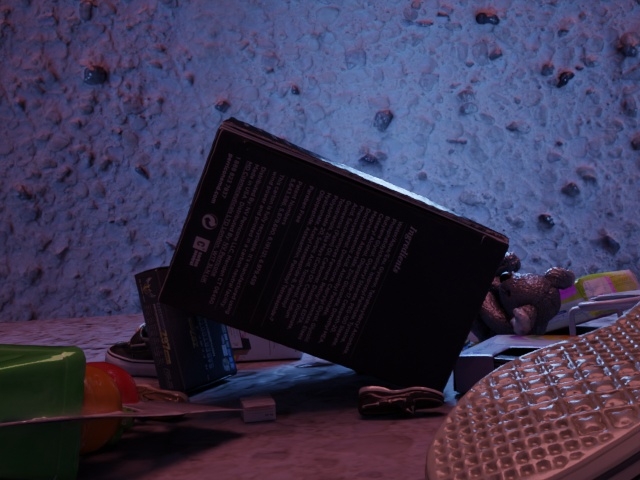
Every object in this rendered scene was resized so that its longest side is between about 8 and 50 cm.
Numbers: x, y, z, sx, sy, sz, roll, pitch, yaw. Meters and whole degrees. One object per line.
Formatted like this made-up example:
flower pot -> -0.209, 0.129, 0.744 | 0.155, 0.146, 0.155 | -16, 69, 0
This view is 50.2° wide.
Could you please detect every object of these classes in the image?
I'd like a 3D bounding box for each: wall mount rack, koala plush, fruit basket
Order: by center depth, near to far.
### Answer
fruit basket -> -0.327, 0.225, 0.875 | 0.327, 0.166, 0.353 | -4, -16, 32
wall mount rack -> 0.698, 0.165, 1.389 | 0.350, 0.131, 0.304 | -3, -5, -38
koala plush -> 0.414, 0.128, 1.394 | 0.196, 0.203, 0.221 | -40, -4, -20

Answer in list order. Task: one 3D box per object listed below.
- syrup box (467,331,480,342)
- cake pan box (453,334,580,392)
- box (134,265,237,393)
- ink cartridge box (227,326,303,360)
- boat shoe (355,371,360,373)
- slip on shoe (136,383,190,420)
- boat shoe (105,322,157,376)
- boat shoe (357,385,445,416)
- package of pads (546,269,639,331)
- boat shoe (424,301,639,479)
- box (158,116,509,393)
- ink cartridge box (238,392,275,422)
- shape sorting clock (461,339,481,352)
syrup box -> 0.390, 0.200, 1.755 | 0.096, 0.093, 0.237 | -4, -1, 27
cake pan box -> 0.376, 0.206, 1.142 | 0.245, 0.070, 0.267 | -7, -2, 32
box -> -0.251, 0.164, 1.300 | 0.059, 0.233, 0.183 | -18, -7, 24
ink cartridge box -> -0.180, 0.222, 1.655 | 0.278, 0.117, 0.201 | -3, -1, 1
boat shoe -> 0.126, 0.222, 1.348 | 0.135, 0.045, 0.050 | -18, 4, -20
slip on shoe -> -0.267, 0.257, 1.065 | 0.135, 0.051, 0.041 | 3, 14, 25
boat shoe -> -0.351, 0.229, 1.486 | 0.335, 0.119, 0.121 | -4, -1, 39
boat shoe -> 0.115, 0.234, 0.979 | 0.125, 0.038, 0.046 | 2, -42, 7
package of pads -> 0.630, 0.155, 1.681 | 0.296, 0.101, 0.229 | -4, -18, -42
boat shoe -> 0.308, 0.165, 0.652 | 0.500, 0.156, 0.186 | -17, 12, -34
box -> 0.000, 0.000, 1.235 | 0.471, 0.297, 0.480 | 20, 8, -9
ink cartridge box -> -0.094, 0.252, 1.025 | 0.048, 0.028, 0.083 | -4, -1, -12
shape sorting clock -> 0.244, 0.231, 1.419 | 0.206, 0.040, 0.206 | -4, -1, 0
